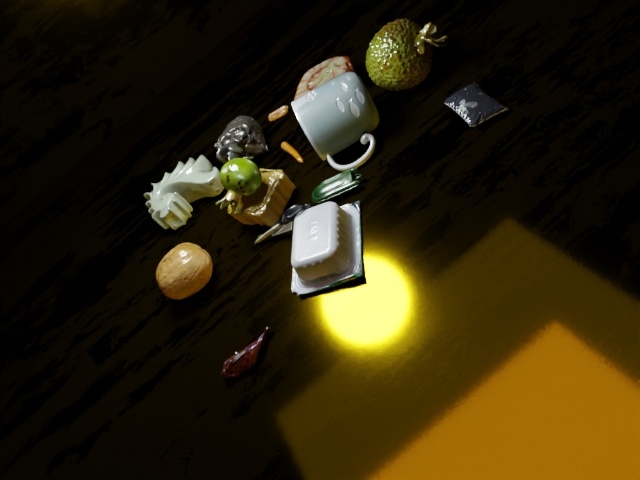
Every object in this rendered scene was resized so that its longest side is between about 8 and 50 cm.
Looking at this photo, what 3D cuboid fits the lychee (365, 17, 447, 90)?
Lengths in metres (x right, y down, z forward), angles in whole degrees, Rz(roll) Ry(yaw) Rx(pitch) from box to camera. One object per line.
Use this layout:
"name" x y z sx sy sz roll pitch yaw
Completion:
"lychee" 0.316 -0.724 1.790 0.270 0.270 0.320 -43 12 -4

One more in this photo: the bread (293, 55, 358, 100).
"bread" 0.024 -0.690 2.069 0.294 0.114 0.328 -15 49 27

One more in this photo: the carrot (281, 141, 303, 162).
"carrot" -0.119 -0.380 1.966 0.037 0.037 0.190 -42 44 -2

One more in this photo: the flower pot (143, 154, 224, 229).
"flower pot" -0.622 -0.230 2.098 0.367 0.165 0.254 -40 48 0

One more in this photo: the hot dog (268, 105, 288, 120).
"hot dog" -0.205 -0.615 2.226 0.122 0.037 0.049 -22 57 26

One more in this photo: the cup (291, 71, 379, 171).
"cup" 0.088 -0.444 1.750 0.274 0.259 0.357 -29 75 11

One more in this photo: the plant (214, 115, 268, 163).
"plant" -0.350 -0.431 2.053 0.188 0.199 0.276 -25 38 21

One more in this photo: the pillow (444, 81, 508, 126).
"pillow" 0.529 -0.468 1.578 0.141 0.055 0.208 -27 45 1

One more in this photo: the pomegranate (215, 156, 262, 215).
"pomegranate" -0.303 -0.205 1.701 0.156 0.156 0.220 30 110 46

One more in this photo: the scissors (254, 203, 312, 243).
"scissors" -0.149 -0.057 1.666 0.300 0.109 0.022 -32 73 36

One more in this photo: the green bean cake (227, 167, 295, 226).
"green bean cake" -0.232 -0.169 1.801 0.223 0.131 0.230 8 64 41

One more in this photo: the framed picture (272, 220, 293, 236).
"framed picture" -0.143 -0.052 1.730 0.089 0.007 0.066 -18 48 23

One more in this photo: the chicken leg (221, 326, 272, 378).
"chicken leg" -0.230 0.354 1.426 0.205 0.053 0.093 -33 29 2

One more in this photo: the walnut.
"walnut" -0.514 0.117 1.719 0.221 0.195 0.195 -38 43 4

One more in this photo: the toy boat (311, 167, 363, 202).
"toy boat" 0.056 -0.200 1.684 0.210 0.052 0.104 -24 47 18

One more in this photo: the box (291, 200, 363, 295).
"box" 0.000 0.000 1.516 0.264 0.106 0.337 -18 47 22
